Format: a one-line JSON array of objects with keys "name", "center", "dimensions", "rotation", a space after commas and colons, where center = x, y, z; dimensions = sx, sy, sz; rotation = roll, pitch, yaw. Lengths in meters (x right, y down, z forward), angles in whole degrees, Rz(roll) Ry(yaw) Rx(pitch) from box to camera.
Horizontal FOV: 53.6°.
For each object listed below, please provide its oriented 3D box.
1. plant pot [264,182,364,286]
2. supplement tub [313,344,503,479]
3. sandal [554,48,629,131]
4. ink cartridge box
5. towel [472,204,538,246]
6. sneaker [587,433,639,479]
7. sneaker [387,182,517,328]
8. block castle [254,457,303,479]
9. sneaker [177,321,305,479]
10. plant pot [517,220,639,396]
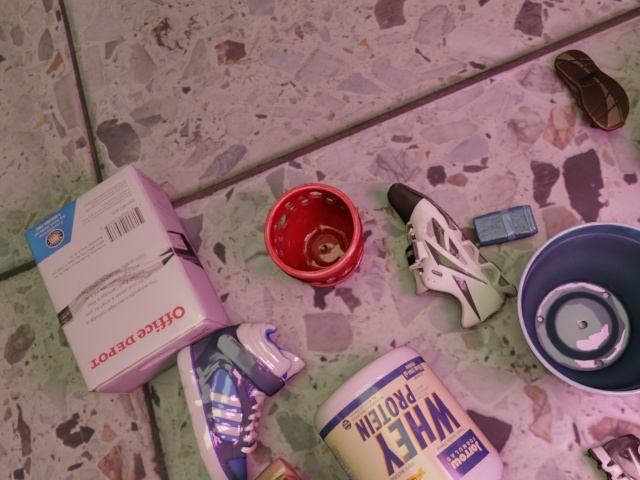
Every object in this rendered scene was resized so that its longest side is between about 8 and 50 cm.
[{"name": "plant pot", "center": [0.000, 0.000, 1.283], "dimensions": [0.191, 0.174, 0.191], "rotation": [-4, 74, 13]}, {"name": "supplement tub", "center": [0.166, 0.376, 1.110], "dimensions": [0.235, 0.235, 0.325], "rotation": [-39, 70, 1]}, {"name": "sandal", "center": [0.551, -0.303, 1.300], "dimensions": [0.089, 0.060, 0.219], "rotation": [-25, 57, -1]}, {"name": "ink cartridge box", "center": [-0.411, 0.088, 1.360], "dimensions": [0.285, 0.166, 0.395], "rotation": [-32, 70, 4]}, {"name": "towel", "center": [0.372, -0.029, 1.280], "dimensions": [0.119, 0.029, 0.067], "rotation": [-13, 73, 9]}, {"name": "sneaker", "center": [0.575, 0.434, 1.081], "dimensions": [0.106, 0.078, 0.234], "rotation": [-36, 68, 4]}, {"name": "sneaker", "center": [0.219, 0.029, 1.251], "dimensions": [0.146, 0.122, 0.331], "rotation": [-40, 70, -2]}, {"name": "block castle", "center": [0.004, 0.570, 0.961], "dimensions": [0.213, 0.453, 0.303], "rotation": [-45, 115, -9]}, {"name": "sneaker", "center": [-0.129, 0.322, 1.253], "dimensions": [0.236, 0.130, 0.323], "rotation": [-19, 81, -2]}, {"name": "plant pot", "center": [0.471, 0.134, 1.093], "dimensions": [0.271, 0.255, 0.272], "rotation": [-3, 74, 12]}]
